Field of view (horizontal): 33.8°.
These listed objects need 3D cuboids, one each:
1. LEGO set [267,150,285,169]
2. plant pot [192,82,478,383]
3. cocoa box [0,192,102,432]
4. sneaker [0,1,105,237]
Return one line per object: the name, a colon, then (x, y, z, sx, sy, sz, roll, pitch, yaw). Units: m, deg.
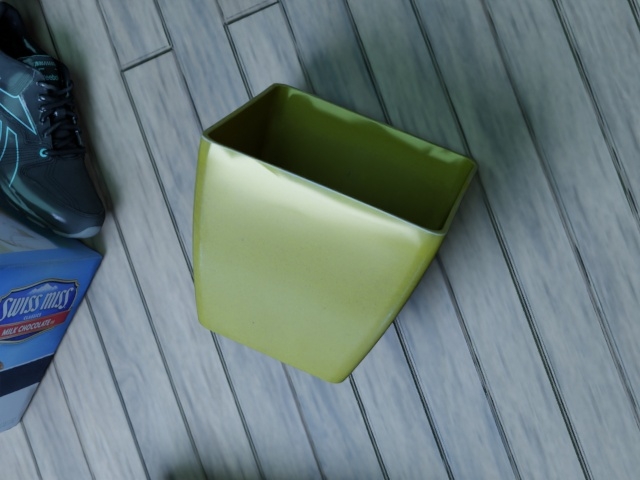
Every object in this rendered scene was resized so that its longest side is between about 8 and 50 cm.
LEGO set: (-0.050, -0.093, 1.058, 0.054, 0.023, 0.083, 29, 100, 13)
plant pot: (0.000, 0.000, 0.955, 0.212, 0.212, 0.187, 22, 115, 7)
cocoa box: (-0.451, 0.029, 1.070, 0.347, 0.231, 0.228, 31, 100, 13)
sneaker: (-0.297, -0.123, 1.081, 0.106, 0.101, 0.267, -39, 82, 25)
